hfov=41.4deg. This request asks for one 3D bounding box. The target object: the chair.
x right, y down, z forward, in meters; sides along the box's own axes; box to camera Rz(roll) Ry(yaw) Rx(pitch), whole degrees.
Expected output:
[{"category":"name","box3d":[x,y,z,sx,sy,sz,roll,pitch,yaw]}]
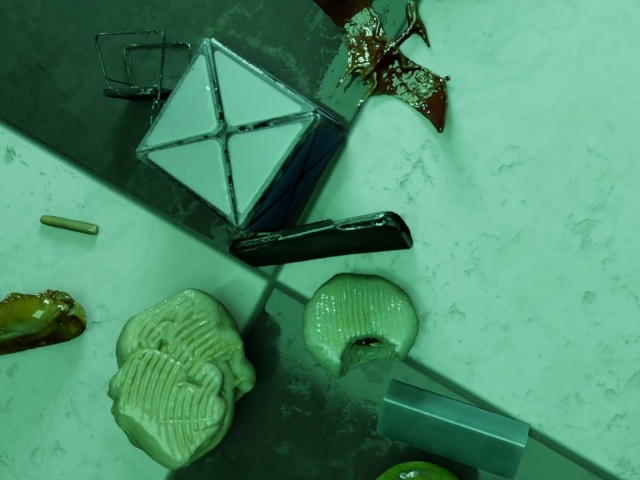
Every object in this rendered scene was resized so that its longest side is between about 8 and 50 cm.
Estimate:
[{"category":"chair","box3d":[-0.340,-0.284,1.649,0.145,0.140,0.221,0,95,14]}]

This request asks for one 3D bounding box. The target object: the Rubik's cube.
[{"category":"Rubik's cube","box3d":[-0.137,-0.183,1.541,0.255,0.259,0.260,37,96,9]}]

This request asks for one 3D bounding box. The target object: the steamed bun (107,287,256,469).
[{"category":"steamed bun","box3d":[-0.265,0.264,1.613,0.276,0.203,0.289,-28,86,-12]}]

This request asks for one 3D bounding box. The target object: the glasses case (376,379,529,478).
[{"category":"glasses case","box3d":[0.240,0.351,1.561,0.266,0.056,0.105,16,95,13]}]

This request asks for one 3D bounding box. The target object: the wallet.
[{"category":"wallet","box3d":[0.000,0.000,1.555,0.318,0.172,0.045,-9,74,15]}]

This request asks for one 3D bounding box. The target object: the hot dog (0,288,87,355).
[{"category":"hot dog","box3d":[-0.649,0.167,1.732,0.348,0.158,0.117,-14,70,18]}]

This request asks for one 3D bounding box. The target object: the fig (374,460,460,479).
[{"category":"fig","box3d":[0.175,0.542,1.536,0.206,0.206,0.275,-2,119,14]}]

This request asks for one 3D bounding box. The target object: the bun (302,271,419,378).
[{"category":"bun","box3d":[0.071,0.164,1.561,0.212,0.126,0.204,15,69,8]}]

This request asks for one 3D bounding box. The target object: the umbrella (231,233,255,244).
[{"category":"umbrella","box3d":[-0.147,-0.003,1.667,0.083,0.020,0.031,-46,42,11]}]

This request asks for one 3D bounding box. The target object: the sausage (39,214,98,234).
[{"category":"sausage","box3d":[-0.522,-0.033,1.755,0.132,0.024,0.024,11,94,12]}]

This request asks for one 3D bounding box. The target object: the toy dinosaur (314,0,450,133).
[{"category":"toy dinosaur","box3d":[0.116,-0.329,1.545,0.206,0.113,0.327,-18,89,14]}]
